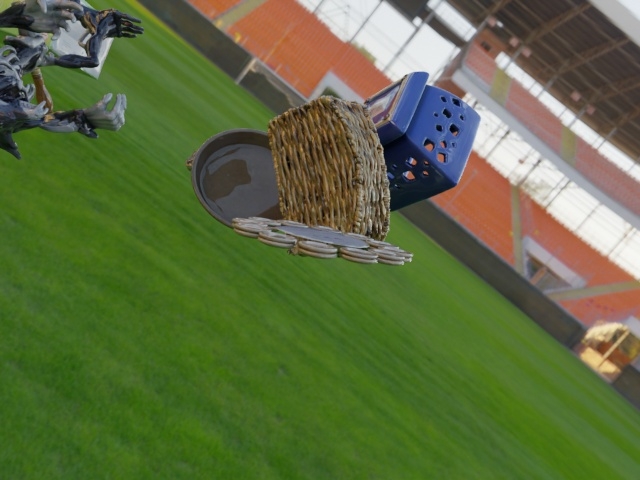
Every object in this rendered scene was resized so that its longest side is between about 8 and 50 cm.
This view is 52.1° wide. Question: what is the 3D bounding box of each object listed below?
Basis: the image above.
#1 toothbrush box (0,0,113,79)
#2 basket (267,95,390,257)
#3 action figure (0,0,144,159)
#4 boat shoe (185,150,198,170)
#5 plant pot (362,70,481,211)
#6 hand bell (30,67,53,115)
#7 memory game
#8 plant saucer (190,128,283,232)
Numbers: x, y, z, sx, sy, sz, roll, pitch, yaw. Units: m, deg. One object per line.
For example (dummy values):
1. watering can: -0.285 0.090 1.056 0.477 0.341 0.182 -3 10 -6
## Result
1. toothbrush box: -0.580 -0.439 1.273 0.283 0.122 0.206 20 0 6
2. basket: 0.054 -0.125 1.325 0.223 0.213 0.299 3 74 -52
3. action figure: -0.291 -0.194 0.706 0.141 0.276 0.164 7 -37 16
4. boat shoe: -0.322 -0.202 1.726 0.050 0.045 0.135 -4 22 6
5. plant pot: 0.198 -0.237 1.517 0.212 0.236 0.236 39 -33 -22
6. hand bell: -0.752 -0.432 1.739 0.126 0.126 0.242 46 -33 39
7. memory game: 0.000 0.000 0.661 0.186 0.012 0.186 11 8 -1
8. plant saucer: -0.155 -0.131 1.480 0.278 0.278 0.041 40 -32 4
